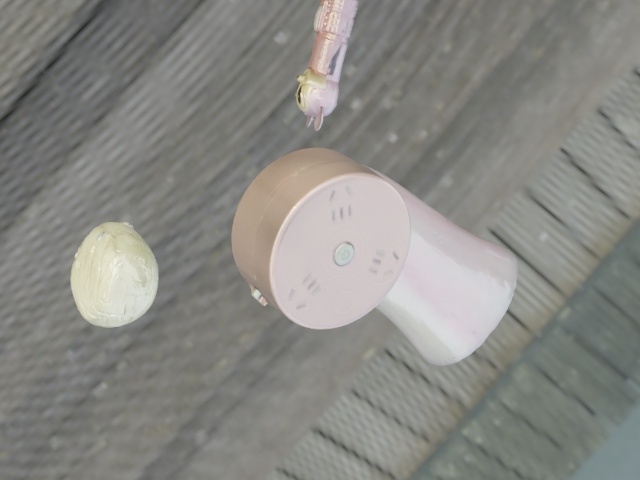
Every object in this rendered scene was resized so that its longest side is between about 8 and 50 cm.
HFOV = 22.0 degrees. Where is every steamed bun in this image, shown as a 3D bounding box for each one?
[{"bbox_3d":[-0.247,0.046,2.030,0.091,0.112,0.130,4,124,-34],"label":"steamed bun"}]

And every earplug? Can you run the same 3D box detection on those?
[{"bbox_3d":[0.071,0.002,1.977,0.301,0.172,0.172,35,98,-22],"label":"earplug"}]

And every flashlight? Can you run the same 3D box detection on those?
[{"bbox_3d":[0.003,-0.134,1.177,0.031,0.052,0.110,12,96,-13],"label":"flashlight"}]

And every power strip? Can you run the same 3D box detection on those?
[{"bbox_3d":[0.000,0.000,1.460,0.154,0.078,0.154,-16,121,-29],"label":"power strip"}]
